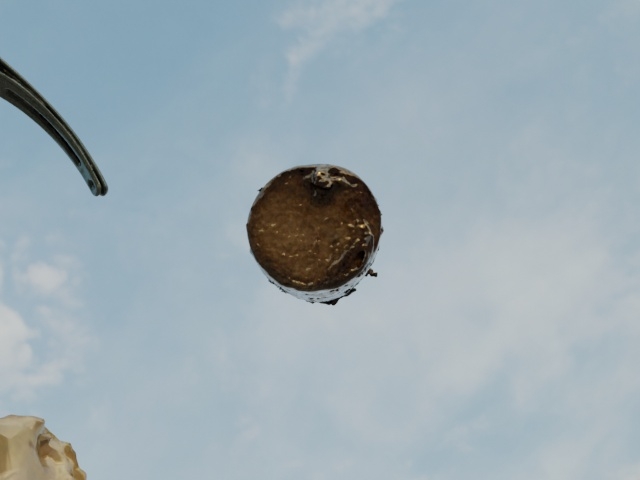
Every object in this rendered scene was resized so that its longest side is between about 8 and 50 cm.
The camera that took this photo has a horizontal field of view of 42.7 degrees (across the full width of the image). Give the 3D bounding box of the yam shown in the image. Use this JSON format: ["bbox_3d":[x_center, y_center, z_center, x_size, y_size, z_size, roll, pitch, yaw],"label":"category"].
[{"bbox_3d":[-0.001,-0.001,0.797,0.131,0.280,0.131,0,-96,1],"label":"yam"}]

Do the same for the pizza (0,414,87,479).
[{"bbox_3d":[-0.161,0.279,0.333,0.114,0.277,0.409,15,-103,-41],"label":"pizza"}]

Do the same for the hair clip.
[{"bbox_3d":[-0.313,-0.138,0.903,0.229,0.070,0.039,42,-48,-5],"label":"hair clip"}]
